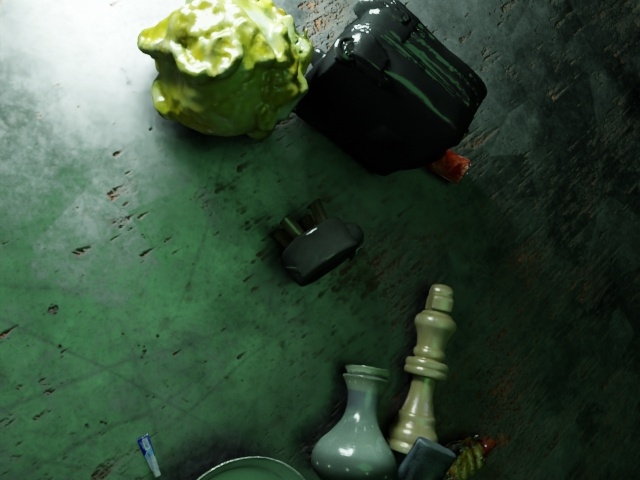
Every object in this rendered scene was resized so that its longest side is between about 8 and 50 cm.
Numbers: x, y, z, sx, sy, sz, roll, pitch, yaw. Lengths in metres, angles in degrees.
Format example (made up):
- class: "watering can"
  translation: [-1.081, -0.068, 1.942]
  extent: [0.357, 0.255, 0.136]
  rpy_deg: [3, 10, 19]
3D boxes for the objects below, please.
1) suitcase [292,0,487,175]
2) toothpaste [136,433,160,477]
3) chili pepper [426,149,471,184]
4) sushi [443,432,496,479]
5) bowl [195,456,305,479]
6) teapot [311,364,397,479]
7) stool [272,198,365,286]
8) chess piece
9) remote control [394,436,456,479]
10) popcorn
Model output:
- class: "suitcase"
  translation: [0.131, -0.292, 1.171]
  extent: [0.339, 0.345, 0.188]
  rpy_deg: [38, 70, -15]
- class: "toothpaste"
  translation: [-0.334, 0.423, 1.110]
  extent: [0.024, 0.015, 0.083]
  rpy_deg: [-22, 91, -22]
- class: "chili pepper"
  translation: [0.305, -0.196, 1.397]
  extent: [0.123, 0.073, 0.070]
  rpy_deg: [28, 35, -22]
- class: "sushi"
  translation: [0.329, 0.533, 1.354]
  extent: [0.226, 0.103, 0.097]
  rpy_deg: [-15, 66, -21]
- class: "bowl"
  translation: [-0.169, 0.560, 1.102]
  extent: [0.314, 0.146, 0.313]
  rpy_deg: [1, 88, -25]
- class: "teapot"
  translation: [0.082, 0.401, 1.218]
  extent: [0.184, 0.183, 0.250]
  rpy_deg: [19, 68, -22]
- class: "stool"
  translation: [-0.006, 0.005, 1.221]
  extent: [0.153, 0.228, 0.139]
  rpy_deg: [-38, 80, 20]
- class: "chess piece"
  translation: [0.251, 0.297, 1.324]
  extent: [0.117, 0.117, 0.397]
  rpy_deg: [19, 78, -22]
- class: "remote control"
  translation: [0.155, 0.603, 1.224]
  extent: [0.107, 0.044, 0.377]
  rpy_deg: [30, 94, -14]
- class: "popcorn"
  translation: [-0.183, -0.342, 1.078]
  extent: [0.312, 0.312, 0.312]
  rpy_deg: [1, 87, -24]
